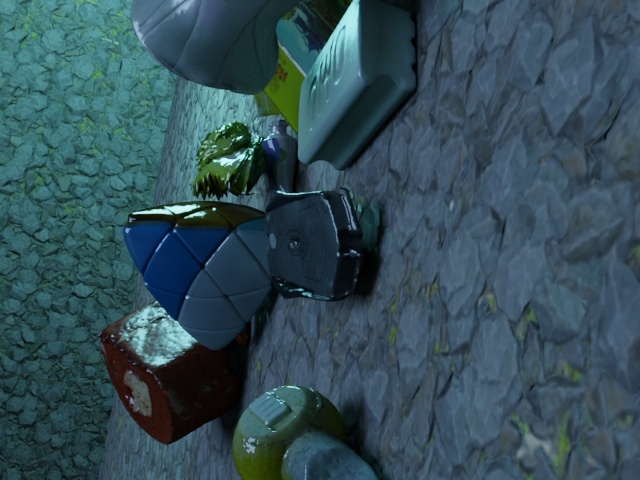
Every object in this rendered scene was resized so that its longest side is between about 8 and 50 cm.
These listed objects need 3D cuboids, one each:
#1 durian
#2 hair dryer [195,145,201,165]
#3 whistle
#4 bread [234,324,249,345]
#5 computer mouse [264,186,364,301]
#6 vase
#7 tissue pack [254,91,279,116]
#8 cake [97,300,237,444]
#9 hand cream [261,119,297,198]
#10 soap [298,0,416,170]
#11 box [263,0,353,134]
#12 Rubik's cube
[{"bbox_3d":[-0.140,-0.119,1.319,0.375,0.107,0.132,-104,28,-79],"label":"durian"},{"bbox_3d":[-0.174,-0.151,1.597,0.137,0.082,0.047,17,97,57],"label":"hair dryer"},{"bbox_3d":[-0.006,0.221,0.825,0.223,0.123,0.122,24,104,54],"label":"whistle"},{"bbox_3d":[-0.185,0.105,1.452,0.269,0.095,0.139,171,100,-68],"label":"bread"},{"bbox_3d":[0.003,0.002,0.950,0.231,0.071,0.126,-3,91,64],"label":"computer mouse"},{"bbox_3d":[-0.025,-0.339,0.827,0.445,0.250,0.250,-44,38,43],"label":"vase"},{"bbox_3d":[-0.078,-0.287,1.321,0.095,0.062,0.176,81,-179,-48],"label":"tissue pack"},{"bbox_3d":[-0.254,0.220,1.409,0.283,0.151,0.177,19,131,48],"label":"cake"},{"bbox_3d":[-0.060,-0.107,1.250,0.084,0.053,0.142,-172,82,-72],"label":"hand cream"},{"bbox_3d":[0.036,-0.173,0.937,0.198,0.067,0.119,134,140,-61],"label":"soap"},{"bbox_3d":[-0.014,-0.316,1.065,0.187,0.047,0.335,53,141,22],"label":"box"},{"bbox_3d":[-0.166,0.042,1.298,0.254,0.254,0.254,-171,90,-73],"label":"Rubik's cube"}]
